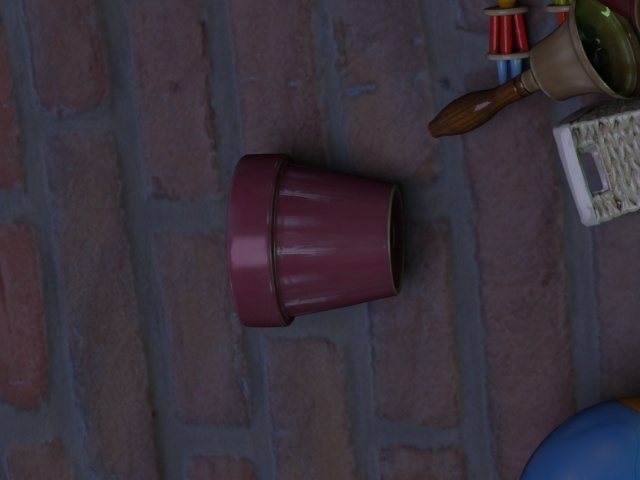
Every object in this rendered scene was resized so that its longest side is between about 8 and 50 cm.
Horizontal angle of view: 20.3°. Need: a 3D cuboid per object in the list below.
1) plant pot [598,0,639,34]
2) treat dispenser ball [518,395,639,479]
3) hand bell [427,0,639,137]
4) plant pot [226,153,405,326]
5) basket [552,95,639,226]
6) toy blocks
[{"bbox_3d":[0.276,-0.376,1.783,0.265,0.272,0.272,31,115,25],"label":"plant pot"},{"bbox_3d":[0.346,0.308,1.898,0.288,0.288,0.288,7,106,25],"label":"treat dispenser ball"},{"bbox_3d":[0.211,-0.165,1.915,0.242,0.126,0.126,-24,92,37],"label":"hand bell"},{"bbox_3d":[0.000,0.000,2.055,0.180,0.201,0.201,0,104,11],"label":"plant pot"},{"bbox_3d":[0.323,-0.092,1.878,0.103,0.167,0.113,-16,96,22],"label":"basket"},{"bbox_3d":[0.237,-0.232,1.944,0.123,0.054,0.148,0,105,25],"label":"toy blocks"}]
